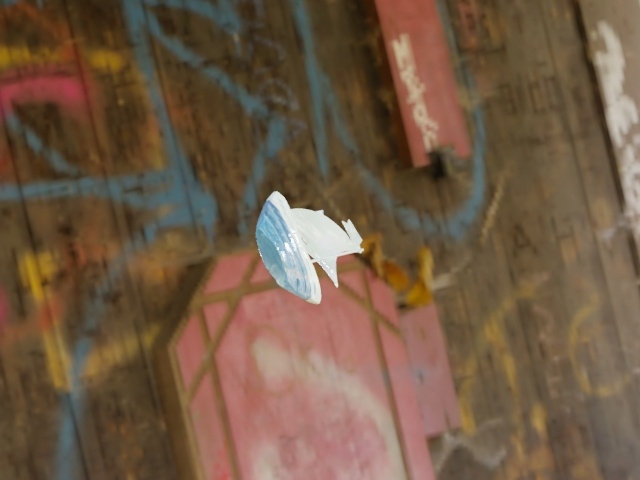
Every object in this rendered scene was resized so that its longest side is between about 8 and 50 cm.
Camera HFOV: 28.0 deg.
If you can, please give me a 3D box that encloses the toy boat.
[{"bbox_3d":[-0.009,-0.007,1.199,0.034,0.105,0.149,-28,12,39],"label":"toy boat"}]
